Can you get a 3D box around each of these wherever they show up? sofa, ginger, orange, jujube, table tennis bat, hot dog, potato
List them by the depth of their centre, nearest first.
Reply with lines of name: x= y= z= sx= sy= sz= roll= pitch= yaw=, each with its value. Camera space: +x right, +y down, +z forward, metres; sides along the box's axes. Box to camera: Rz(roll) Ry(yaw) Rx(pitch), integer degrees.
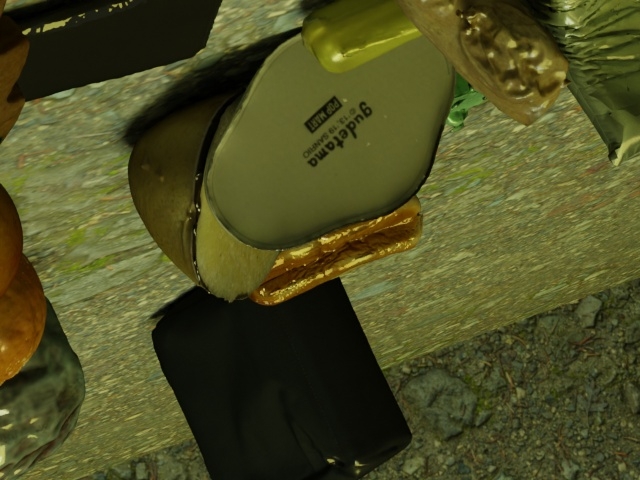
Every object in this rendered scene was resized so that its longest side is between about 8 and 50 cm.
sofa: x=0.258 y=-0.204 z=1.312 sx=0.210 sy=0.176 sz=0.225 roll=-24 pitch=155 yaw=-8
ginger: x=0.095 y=-0.175 z=1.313 sx=0.074 sy=0.213 sz=0.137 roll=-50 pitch=-162 yaw=-4
table tennis bat: x=0.156 y=-0.226 z=1.433 sx=0.368 sy=0.054 sz=0.224 roll=-25 pitch=162 yaw=-2
potato: x=-0.107 y=-0.051 z=1.575 sx=0.117 sy=0.182 sz=0.202 roll=17 pitch=174 yaw=24
orange: x=-0.327 y=0.068 z=1.594 sx=0.177 sy=0.155 sz=0.177 roll=-22 pitch=177 yaw=-1
jujube: x=-0.388 y=0.163 z=1.801 sx=0.317 sy=0.226 sz=0.226 roll=-23 pitch=170 yaw=-25
hot dog: x=0.000 y=0.000 z=2.118 sx=0.249 sy=0.076 sz=0.102 roll=-23 pitch=132 yaw=-9

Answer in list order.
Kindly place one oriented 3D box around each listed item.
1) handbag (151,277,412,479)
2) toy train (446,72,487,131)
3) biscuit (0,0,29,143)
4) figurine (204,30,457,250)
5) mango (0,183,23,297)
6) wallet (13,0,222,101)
handbag: x=-0.047 y=0.176 z=2.294 sx=0.178 sy=0.302 sz=0.275 roll=-21 pitch=173 yaw=-44
toy train: x=0.092 y=-0.137 z=1.673 sx=0.149 sy=0.081 sz=0.099 roll=-23 pitch=170 yaw=-27
biscuit: x=-0.284 y=-0.080 z=1.167 sx=0.278 sy=0.043 sz=0.301 roll=-32 pitch=161 yaw=9
figurine: x=-0.011 y=-0.090 z=1.545 sx=0.250 sy=0.167 sz=0.141 roll=-33 pitch=-169 yaw=-19
mango: x=-0.307 y=-0.004 z=1.393 sx=0.151 sy=0.120 sz=0.221 roll=-20 pitch=161 yaw=-6
wallet: x=-0.183 y=-0.134 z=1.271 sx=0.244 sy=0.025 sz=0.124 roll=-17 pitch=164 yaw=-20
